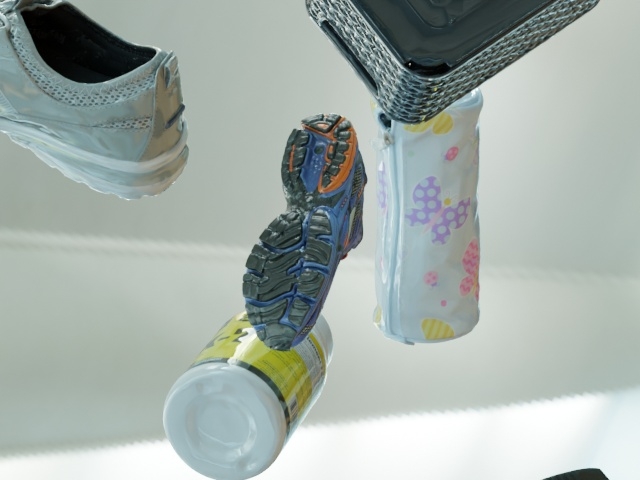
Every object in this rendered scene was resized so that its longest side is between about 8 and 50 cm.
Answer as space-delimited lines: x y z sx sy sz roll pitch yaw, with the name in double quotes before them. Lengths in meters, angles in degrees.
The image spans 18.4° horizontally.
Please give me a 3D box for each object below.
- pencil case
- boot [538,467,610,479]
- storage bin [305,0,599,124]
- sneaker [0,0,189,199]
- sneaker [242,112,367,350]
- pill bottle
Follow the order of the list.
"pencil case" 0.107 -0.031 1.998 0.124 0.113 0.273 -42 -44 -54
"boot" 0.156 0.263 1.642 0.198 0.077 0.137 -32 -12 -7
"storage bin" 0.092 -0.174 1.253 0.180 0.122 0.084 -35 -11 -14
"sneaker" -0.210 -0.132 1.294 0.105 0.281 0.115 -65 -8 -46
"sneaker" 0.000 0.000 1.724 0.087 0.083 0.221 49 -127 -49
"pill bottle" -0.062 0.135 1.889 0.208 0.119 0.119 -51 -22 -64
